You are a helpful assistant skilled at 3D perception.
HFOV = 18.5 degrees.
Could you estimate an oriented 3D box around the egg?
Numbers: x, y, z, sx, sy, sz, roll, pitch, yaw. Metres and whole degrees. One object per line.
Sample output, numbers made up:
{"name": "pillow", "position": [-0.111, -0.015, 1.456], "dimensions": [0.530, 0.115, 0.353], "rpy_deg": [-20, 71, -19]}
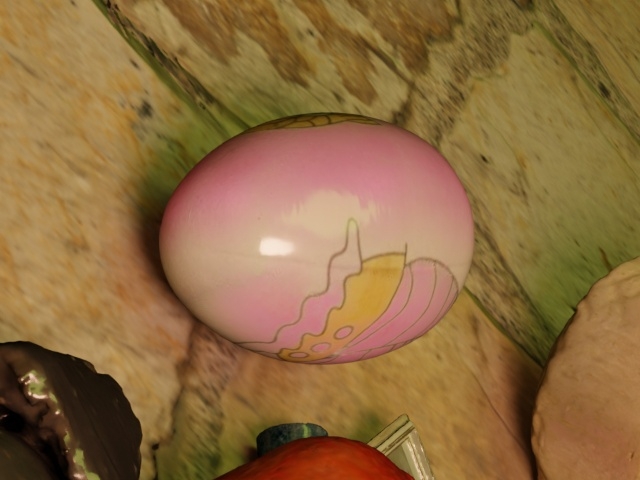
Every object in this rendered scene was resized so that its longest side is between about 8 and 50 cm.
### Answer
{"name": "egg", "position": [0.000, 0.000, 1.461], "dimensions": [0.271, 0.196, 0.196], "rpy_deg": [-13, 76, -62]}

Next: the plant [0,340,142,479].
{"name": "plant", "position": [-0.191, 0.139, 1.122], "dimensions": [0.142, 0.164, 0.256], "rpy_deg": [62, 16, -4]}

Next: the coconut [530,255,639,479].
{"name": "coconut", "position": [0.343, 0.164, 1.677], "dimensions": [0.329, 0.329, 0.329], "rpy_deg": [34, 40, -35]}

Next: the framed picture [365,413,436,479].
{"name": "framed picture", "position": [0.072, 0.282, 1.454], "dimensions": [0.217, 0.017, 0.274], "rpy_deg": [-33, 103, -61]}

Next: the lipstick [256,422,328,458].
{"name": "lipstick", "position": [-0.012, 0.247, 1.392], "dimensions": [0.053, 0.053, 0.234], "rpy_deg": [25, 50, -43]}

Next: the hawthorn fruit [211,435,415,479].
{"name": "hawthorn fruit", "position": [-0.038, 0.235, 1.222], "dimensions": [0.299, 0.211, 0.211], "rpy_deg": [-4, 68, -40]}
